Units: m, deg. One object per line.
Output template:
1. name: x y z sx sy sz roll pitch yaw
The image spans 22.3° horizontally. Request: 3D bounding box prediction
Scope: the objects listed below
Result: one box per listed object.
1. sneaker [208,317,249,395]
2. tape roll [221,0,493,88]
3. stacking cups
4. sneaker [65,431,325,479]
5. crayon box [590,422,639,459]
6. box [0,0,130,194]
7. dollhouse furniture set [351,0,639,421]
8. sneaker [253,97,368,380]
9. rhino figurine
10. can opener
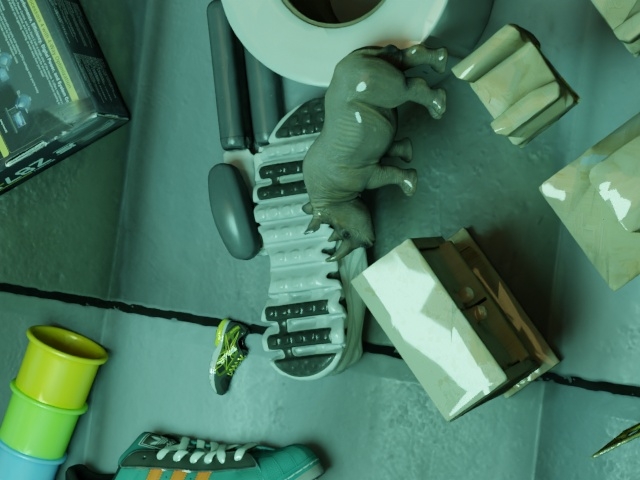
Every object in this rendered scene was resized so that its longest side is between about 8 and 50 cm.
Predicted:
1. sneaker: -0.098 0.127 1.748 0.035 0.031 0.083 8 93 18
2. tape roll: 0.039 -0.268 1.627 0.246 0.169 0.246 0 91 18
3. stacking cups: -0.334 0.253 1.807 0.096 0.096 0.316 26 102 17
4. sneaker: -0.146 0.254 1.725 0.302 0.108 0.121 -21 87 19
5. crayon box: 0.422 0.150 1.480 0.323 0.203 0.083 -29 81 17
6. box: -0.436 -0.238 1.831 0.318 0.097 0.395 -28 81 19
7. dollhouse furniture set: 0.260 -0.016 1.505 0.394 0.256 0.362 -37 81 15
8. sneaker: 0.000 0.000 1.675 0.110 0.118 0.292 -1 83 28
9. rhino figurine: 0.039 -0.080 1.541 0.106 0.073 0.243 9 122 -15
10. can opener: -0.080 -0.121 1.707 0.076 0.095 0.283 -7 88 18
